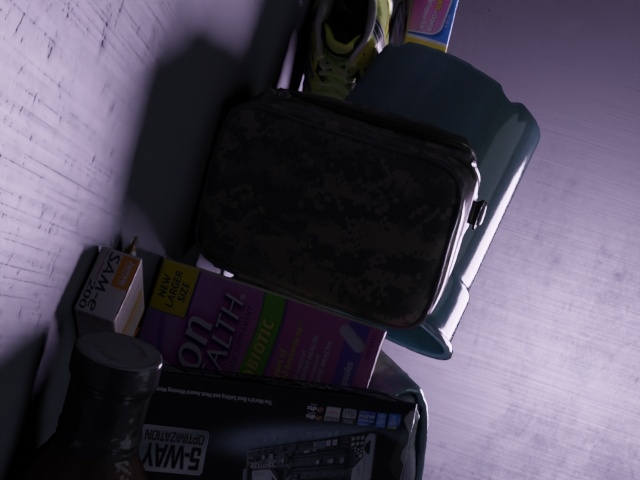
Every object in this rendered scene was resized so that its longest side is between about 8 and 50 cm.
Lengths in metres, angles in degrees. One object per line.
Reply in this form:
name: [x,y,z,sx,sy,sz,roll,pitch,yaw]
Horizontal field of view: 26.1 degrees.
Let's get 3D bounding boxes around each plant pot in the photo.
plant pot: [0.112,-0.066,1.879,0.334,0.341,0.341,-58,174,-9]

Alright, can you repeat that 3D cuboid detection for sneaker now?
sneaker: [0.027,-0.260,1.995,0.147,0.145,0.385,-50,150,-54]

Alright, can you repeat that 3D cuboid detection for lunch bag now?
lunch bag: [0.029,-0.053,1.596,0.256,0.305,0.213,-37,143,-73]

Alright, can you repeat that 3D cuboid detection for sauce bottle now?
sauce bottle: [-0.197,0.241,1.103,0.111,0.111,0.344,-59,168,-73]

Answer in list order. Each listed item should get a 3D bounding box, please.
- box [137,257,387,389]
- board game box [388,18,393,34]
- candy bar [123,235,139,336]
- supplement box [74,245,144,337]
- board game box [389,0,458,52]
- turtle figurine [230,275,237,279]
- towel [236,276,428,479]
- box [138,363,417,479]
box: [-0.076,0.156,1.442,0.117,0.243,0.214,47,62,-85]
board game box: [0.095,-0.420,2.246,0.347,0.056,0.208,104,-14,-73]
candy bar: [-0.176,0.054,1.247,0.161,0.018,0.040,101,8,-55]
supplement box: [-0.174,0.056,1.145,0.098,0.036,0.062,101,8,-61]
board game box: [0.153,-0.354,2.071,0.316,0.064,0.242,99,-5,-53]
turtle figurine: [-0.060,0.138,1.948,0.266,0.197,0.275,-71,-178,-83]
towel: [-0.007,0.242,1.683,0.090,0.320,0.374,-19,129,-32]
box: [-0.077,0.247,1.287,0.076,0.307,0.242,11,-90,63]
